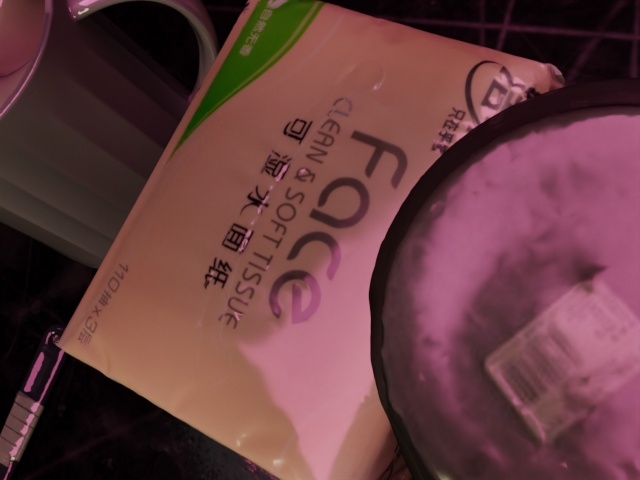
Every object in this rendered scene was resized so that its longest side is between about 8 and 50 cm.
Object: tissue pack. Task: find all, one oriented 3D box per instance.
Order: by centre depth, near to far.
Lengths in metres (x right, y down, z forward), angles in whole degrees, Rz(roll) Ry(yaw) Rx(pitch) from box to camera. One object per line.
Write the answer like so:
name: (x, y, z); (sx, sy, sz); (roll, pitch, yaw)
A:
tissue pack: (0.000, 0.000, 0.807); (0.332, 0.205, 0.404); (24, 83, 24)

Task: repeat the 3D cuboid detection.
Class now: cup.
cup: (-0.233, -0.137, 0.887); (0.323, 0.327, 0.236); (-26, 62, 14)

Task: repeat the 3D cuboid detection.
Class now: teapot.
teapot: (0.193, 0.097, 0.602); (0.376, 0.362, 0.305); (-43, 65, 14)

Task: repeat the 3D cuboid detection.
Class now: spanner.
spanner: (-0.347, 0.244, 0.974); (0.087, 0.024, 0.315); (16, 77, 26)
